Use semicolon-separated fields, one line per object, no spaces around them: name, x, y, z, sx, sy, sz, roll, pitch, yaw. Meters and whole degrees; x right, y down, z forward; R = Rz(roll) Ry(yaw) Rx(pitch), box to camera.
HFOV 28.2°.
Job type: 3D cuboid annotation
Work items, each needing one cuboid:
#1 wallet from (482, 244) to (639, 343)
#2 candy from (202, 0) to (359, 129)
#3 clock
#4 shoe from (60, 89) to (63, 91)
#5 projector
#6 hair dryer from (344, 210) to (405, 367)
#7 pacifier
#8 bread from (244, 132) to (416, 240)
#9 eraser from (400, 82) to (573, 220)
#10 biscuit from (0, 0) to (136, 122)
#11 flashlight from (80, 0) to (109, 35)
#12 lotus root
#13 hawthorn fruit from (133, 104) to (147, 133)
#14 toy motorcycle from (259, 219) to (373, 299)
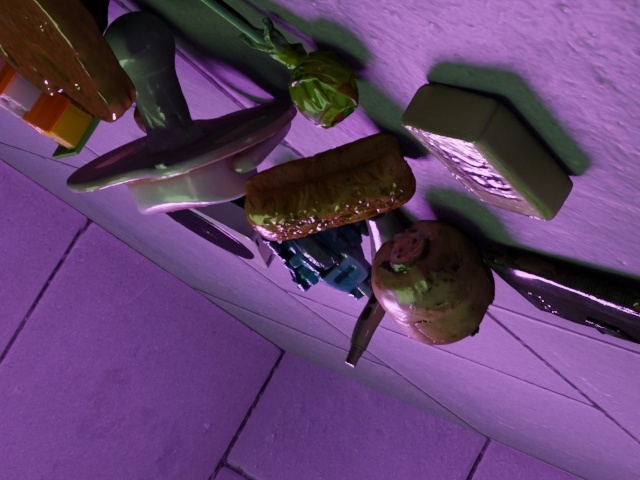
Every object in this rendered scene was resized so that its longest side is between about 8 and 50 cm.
wallet;0.370;0.087;1.694;0.317;0.044;0.169;18;166;49
candy;-0.065;-0.222;1.382;0.262;0.073;0.077;38;150;-6
clock;-0.535;-0.260;2.294;0.255;0.106;0.220;33;169;-19
shoe;-0.393;-0.258;2.005;0.194;0.077;0.074;33;168;-18
projector;-0.211;-0.053;2.486;0.259;0.079;0.257;27;169;10
hair dryer;0.084;0.043;1.903;0.088;0.225;0.219;14;133;27
pacifier;-0.187;-0.141;1.628;0.332;0.220;0.273;-8;146;39
bread;0.012;-0.060;1.575;0.211;0.083;0.114;-16;160;8
eraser;0.176;-0.090;1.334;0.117;0.058;0.172;19;166;45
biscuit;-0.349;-0.277;1.428;0.351;0.057;0.312;50;163;-25
flashlight;-0.287;-0.295;1.509;0.103;0.103;0.424;31;169;-11
lotus root;0.167;0.065;1.830;0.160;0.146;0.284;-15;149;18
hawthorn fruit;-0.242;-0.202;1.956;0.067;0.066;0.103;36;141;-31
toy motorcycle;0.000;0.000;2.048;0.206;0.154;0.260;50;-172;35
